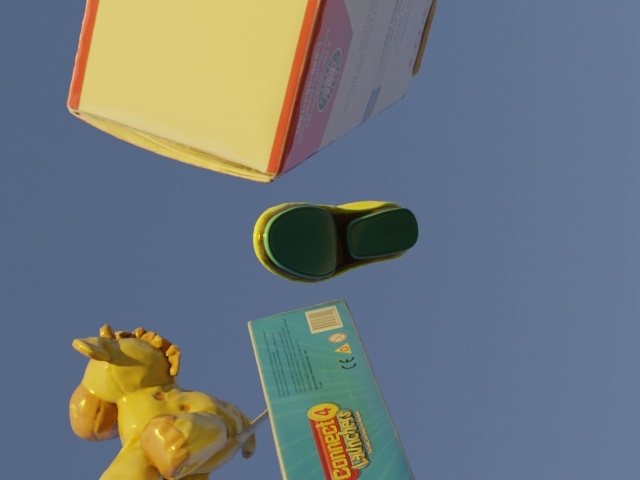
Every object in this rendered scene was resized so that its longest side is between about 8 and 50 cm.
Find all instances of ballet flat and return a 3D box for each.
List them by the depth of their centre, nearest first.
[{"bbox_3d":[0.000,0.000,1.289,0.231,0.077,0.077,-6,-87,-48],"label":"ballet flat"}]

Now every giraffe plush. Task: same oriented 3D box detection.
[{"bbox_3d":[-0.168,0.165,1.260,0.210,0.181,0.170,-41,-109,-20],"label":"giraffe plush"}]

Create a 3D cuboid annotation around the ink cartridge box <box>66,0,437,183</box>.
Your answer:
[{"bbox_3d":[-0.008,-0.167,0.722,0.283,0.117,0.207,-42,-32,-69],"label":"ink cartridge box"}]

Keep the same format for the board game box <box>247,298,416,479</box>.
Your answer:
[{"bbox_3d":[0.028,0.249,1.029,0.086,0.308,0.302,-12,-66,-4],"label":"board game box"}]
